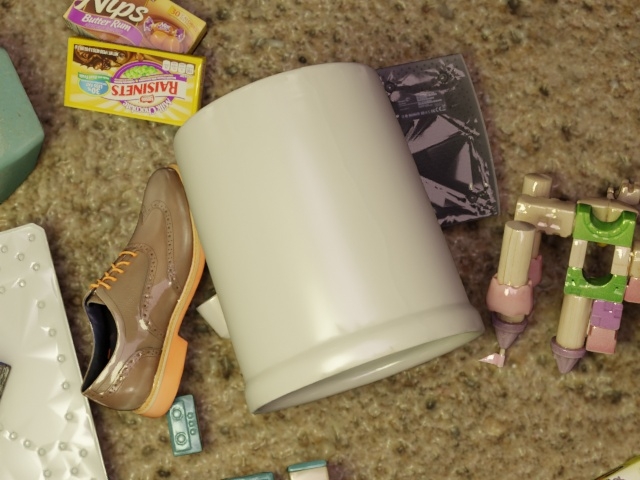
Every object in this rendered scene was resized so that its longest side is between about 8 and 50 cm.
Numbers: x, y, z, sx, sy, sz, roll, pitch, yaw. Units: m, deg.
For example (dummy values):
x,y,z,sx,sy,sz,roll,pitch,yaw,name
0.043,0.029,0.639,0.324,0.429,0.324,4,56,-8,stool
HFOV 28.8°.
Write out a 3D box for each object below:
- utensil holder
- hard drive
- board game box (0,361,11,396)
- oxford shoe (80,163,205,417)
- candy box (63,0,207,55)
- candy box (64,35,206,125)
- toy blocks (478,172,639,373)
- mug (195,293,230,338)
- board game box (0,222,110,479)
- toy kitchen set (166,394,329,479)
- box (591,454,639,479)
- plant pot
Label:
x,y,z,sx,sy,sz,roll,pitch,yaw,name
0.000,0.000,1.677,0.328,0.327,0.385,-19,78,-6,utensil holder
0.162,-0.141,1.861,0.172,0.054,0.254,-12,81,-5,hard drive
-0.576,0.268,1.638,0.232,0.141,0.291,17,84,6,board game box
-0.250,0.057,1.737,0.133,0.130,0.363,16,71,-31,oxford shoe
-0.276,-0.324,1.870,0.187,0.053,0.109,32,80,1,candy box
-0.273,-0.232,1.829,0.206,0.027,0.105,10,109,9,candy box
0.388,0.075,1.781,0.289,0.309,0.260,9,112,10,toy blocks
-0.132,0.104,1.795,0.064,0.078,0.062,57,37,-1,mug
-0.521,0.214,1.739,0.390,0.050,0.390,-16,81,2,board game box
-0.103,0.285,1.735,0.207,0.122,0.166,-9,81,-5,toy kitchen set
0.456,0.359,1.787,0.232,0.058,0.087,-27,83,-8,box
-0.532,-0.146,1.737,0.252,0.248,0.247,-23,82,-25,plant pot
